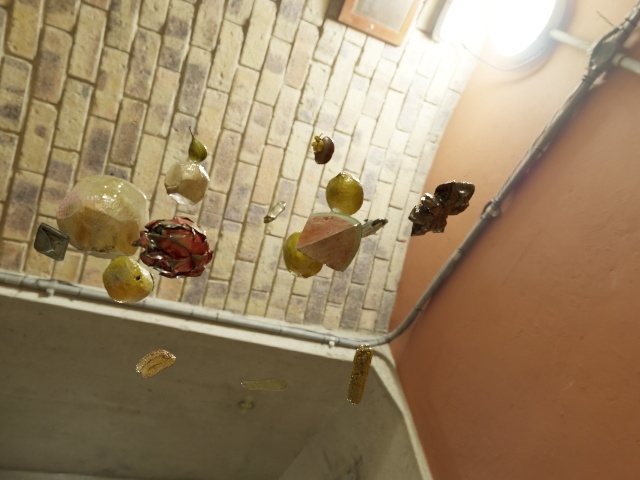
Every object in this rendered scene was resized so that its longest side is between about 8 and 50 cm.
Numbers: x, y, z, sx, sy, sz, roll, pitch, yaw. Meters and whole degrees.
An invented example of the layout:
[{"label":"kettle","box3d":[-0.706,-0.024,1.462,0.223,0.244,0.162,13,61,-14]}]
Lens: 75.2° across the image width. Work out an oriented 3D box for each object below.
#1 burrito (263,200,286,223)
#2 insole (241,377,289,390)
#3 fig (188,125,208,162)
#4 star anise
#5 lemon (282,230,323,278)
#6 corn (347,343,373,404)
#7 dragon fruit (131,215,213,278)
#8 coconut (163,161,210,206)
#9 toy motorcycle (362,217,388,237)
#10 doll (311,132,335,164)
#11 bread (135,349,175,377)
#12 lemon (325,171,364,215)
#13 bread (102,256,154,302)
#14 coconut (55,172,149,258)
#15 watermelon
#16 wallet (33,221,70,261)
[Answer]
[{"label":"burrito","box3d":[-0.267,-0.163,2.424,0.082,0.059,0.275,-32,-167,22]},{"label":"insole","box3d":[-0.318,0.826,2.374,0.321,0.109,0.007,-10,-151,26]},{"label":"fig","box3d":[-0.549,-0.431,1.870,0.093,0.093,0.166,-111,-149,-56]},{"label":"star anise","box3d":[0.480,-0.123,1.662,0.108,0.315,0.315,59,-45,36]},{"label":"lemon","box3d":[-0.097,0.082,2.421,0.261,0.260,0.284,-56,-166,43]},{"label":"corn","box3d":[0.202,0.681,2.131,0.097,0.096,0.320,-155,-105,-69]},{"label":"dragon fruit","box3d":[-0.432,0.018,1.230,0.193,0.192,0.274,-48,157,-15]},{"label":"coconut","box3d":[-0.566,-0.252,1.777,0.194,0.194,0.195,-167,-90,-69]},{"label":"toy motorcycle","box3d":[0.276,-0.066,2.329,0.228,0.151,0.074,-30,-111,27]},{"label":"doll","box3d":[0.009,-0.455,2.020,0.145,0.096,0.188,-61,153,-25]},{"label":"bread","box3d":[-0.525,0.387,1.315,0.067,0.119,0.192,63,-29,4]},{"label":"lemon","box3d":[0.155,-0.296,2.667,0.254,0.253,0.311,-105,180,-51]},{"label":"bread","box3d":[-0.855,0.181,1.849,0.170,0.196,0.197,57,39,-71]},{"label":"coconut","box3d":[-1.015,-0.079,1.953,0.404,0.404,0.405,-167,-90,-69]},{"label":"watermelon","box3d":[0.027,-0.031,1.850,0.251,0.283,0.292,-58,158,4]},{"label":"wallet","box3d":[-0.789,0.008,1.214,0.129,0.088,0.026,-47,-161,38]}]
